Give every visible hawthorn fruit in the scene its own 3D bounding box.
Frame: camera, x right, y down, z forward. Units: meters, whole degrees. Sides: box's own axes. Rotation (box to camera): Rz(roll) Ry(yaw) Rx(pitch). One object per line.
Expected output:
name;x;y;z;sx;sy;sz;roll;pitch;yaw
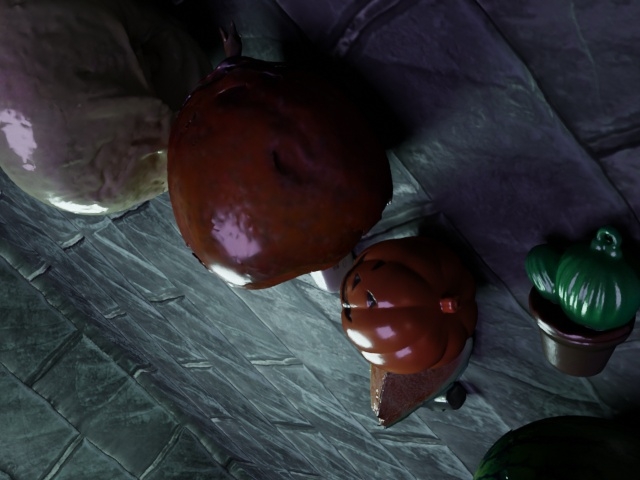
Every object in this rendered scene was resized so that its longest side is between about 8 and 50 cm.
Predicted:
hawthorn fruit;-0.067;-0.109;0.900;0.276;0.276;0.308;-2;116;52

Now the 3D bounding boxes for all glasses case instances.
glasses case;0.000;0.000;1.140;0.049;0.074;0.193;15;142;39

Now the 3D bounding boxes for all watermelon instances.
watermelon;0.365;0.406;1.011;0.363;0.363;0.363;30;150;19
watermelon;0.160;0.189;1.189;0.146;0.128;0.231;1;132;-6

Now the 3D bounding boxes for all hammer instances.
hammer;0.107;0.154;1.276;0.365;0.043;0.111;51;152;-14

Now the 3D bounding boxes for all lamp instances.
lamp;0.124;0.085;0.996;0.163;0.188;0.188;-9;125;53

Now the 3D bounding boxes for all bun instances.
bun;-0.271;-0.210;0.942;0.213;0.361;0.361;-20;120;23

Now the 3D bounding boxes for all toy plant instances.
toy plant;0.296;0.059;0.845;0.143;0.105;0.201;33;137;44

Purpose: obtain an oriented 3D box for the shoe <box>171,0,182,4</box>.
shoe;-0.223;-0.362;0.895;0.180;0.089;0.092;41;164;5
